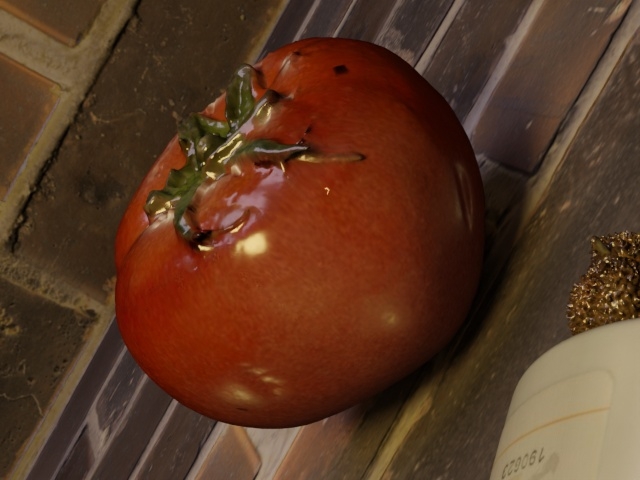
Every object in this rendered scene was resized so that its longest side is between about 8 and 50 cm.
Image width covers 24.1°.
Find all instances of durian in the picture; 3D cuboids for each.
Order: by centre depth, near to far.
[{"bbox_3d":[0.182,0.034,0.898,0.080,0.091,0.080,-31,25,16],"label":"durian"}]

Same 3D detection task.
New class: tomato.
[{"bbox_3d":[0.000,0.000,1.227,0.341,0.273,0.341,-39,25,22],"label":"tomato"}]

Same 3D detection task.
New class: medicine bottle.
[{"bbox_3d":[0.126,0.208,0.712,0.179,0.124,0.324,-41,23,55],"label":"medicine bottle"}]
